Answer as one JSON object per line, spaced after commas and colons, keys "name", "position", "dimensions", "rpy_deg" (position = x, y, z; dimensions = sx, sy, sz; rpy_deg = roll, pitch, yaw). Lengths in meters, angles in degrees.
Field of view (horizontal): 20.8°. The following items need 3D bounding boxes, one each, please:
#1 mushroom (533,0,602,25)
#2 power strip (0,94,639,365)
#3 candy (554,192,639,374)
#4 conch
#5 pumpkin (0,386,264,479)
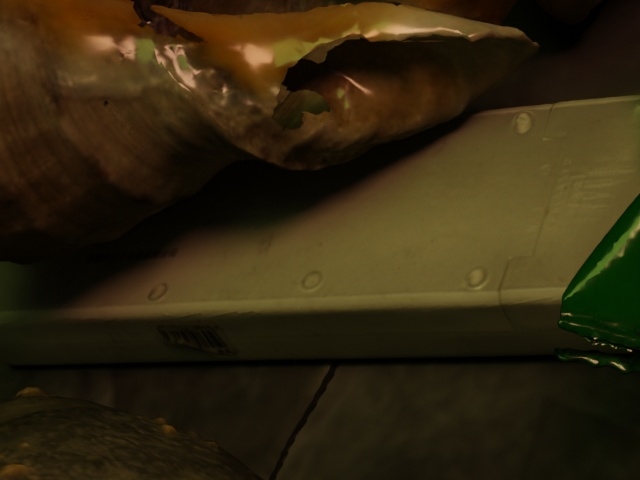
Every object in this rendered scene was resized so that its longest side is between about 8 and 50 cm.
{"name": "mushroom", "position": [0.080, -0.245, 0.806], "dimensions": [0.292, 0.292, 0.290], "rpy_deg": [-39, 73, -2]}
{"name": "power strip", "position": [0.000, 0.000, 0.751], "dimensions": [0.367, 0.043, 0.106], "rpy_deg": [-3, 51, 33]}
{"name": "candy", "position": [0.166, -0.030, 0.610], "dimensions": [0.141, 0.078, 0.203], "rpy_deg": [8, 57, 11]}
{"name": "conch", "position": [-0.081, -0.125, 0.724], "dimensions": [0.324, 0.263, 0.186], "rpy_deg": [-7, 36, -8]}
{"name": "pumpkin", "position": [-0.142, 0.182, 0.519], "dimensions": [0.327, 0.257, 0.292], "rpy_deg": [6, 68, 30]}
